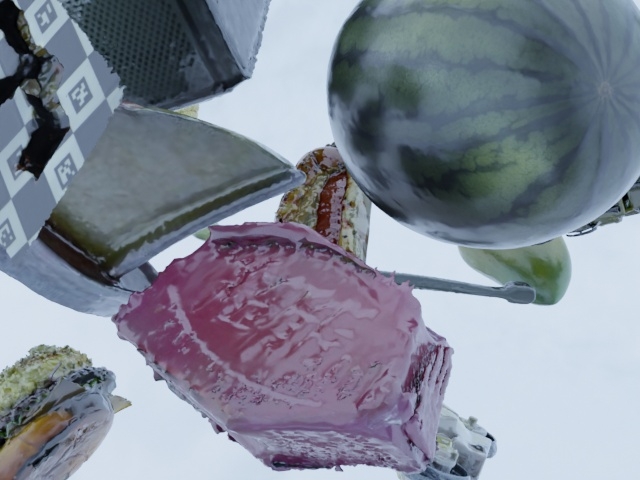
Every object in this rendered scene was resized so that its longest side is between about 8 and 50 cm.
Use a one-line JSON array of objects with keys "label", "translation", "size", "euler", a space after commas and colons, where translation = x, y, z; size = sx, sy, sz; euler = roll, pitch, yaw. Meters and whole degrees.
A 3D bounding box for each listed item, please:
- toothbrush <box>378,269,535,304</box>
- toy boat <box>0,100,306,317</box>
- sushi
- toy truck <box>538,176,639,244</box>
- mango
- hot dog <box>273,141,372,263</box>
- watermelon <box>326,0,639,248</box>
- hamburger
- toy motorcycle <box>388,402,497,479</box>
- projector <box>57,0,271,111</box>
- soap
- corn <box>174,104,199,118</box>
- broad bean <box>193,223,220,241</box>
[{"label": "toothbrush", "translation": [0.148, 0.058, 1.732], "size": [0.030, 0.297, 0.030], "euler": [-105, 22, -68]}, {"label": "toy boat", "translation": [-0.208, -0.048, 1.208], "size": [0.293, 0.276, 0.111], "euler": [-46, 31, 34]}, {"label": "sushi", "translation": [-0.254, -0.131, 1.066], "size": [0.279, 0.043, 0.192], "euler": [47, 112, 33]}, {"label": "toy truck", "translation": [0.374, -0.068, 1.775], "size": [0.257, 0.127, 0.127], "euler": [-12, 97, 26]}, {"label": "mango", "translation": [0.308, 0.013, 1.972], "size": [0.237, 0.137, 0.091], "euler": [36, 161, 40]}, {"label": "hot dog", "translation": [0.000, 0.000, 1.400], "size": [0.131, 0.252, 0.069], "euler": [-6, 148, 28]}, {"label": "watermelon", "translation": [0.147, -0.133, 1.162], "size": [0.359, 0.279, 0.278], "euler": [24, 131, 61]}, {"label": "hamburger", "translation": [-0.366, 0.232, 1.573], "size": [0.139, 0.243, 0.261], "euler": [44, 177, 14]}, {"label": "toy motorcycle", "translation": [0.118, 0.254, 1.670], "size": [0.223, 0.341, 0.107], "euler": [24, 97, 11]}, {"label": "projector", "translation": [-0.280, -0.315, 1.469], "size": [0.405, 0.395, 0.242], "euler": [-12, 131, 18]}, {"label": "soap", "translation": [-0.016, 0.092, 1.031], "size": [0.289, 0.182, 0.112], "euler": [32, 165, 41]}, {"label": "corn", "translation": [-0.269, -0.194, 1.864], "size": [0.123, 0.305, 0.122], "euler": [41, 104, 6]}, {"label": "broad bean", "translation": [-0.180, -0.012, 2.113], "size": [0.083, 0.045, 0.063], "euler": [33, 173, 29]}]
